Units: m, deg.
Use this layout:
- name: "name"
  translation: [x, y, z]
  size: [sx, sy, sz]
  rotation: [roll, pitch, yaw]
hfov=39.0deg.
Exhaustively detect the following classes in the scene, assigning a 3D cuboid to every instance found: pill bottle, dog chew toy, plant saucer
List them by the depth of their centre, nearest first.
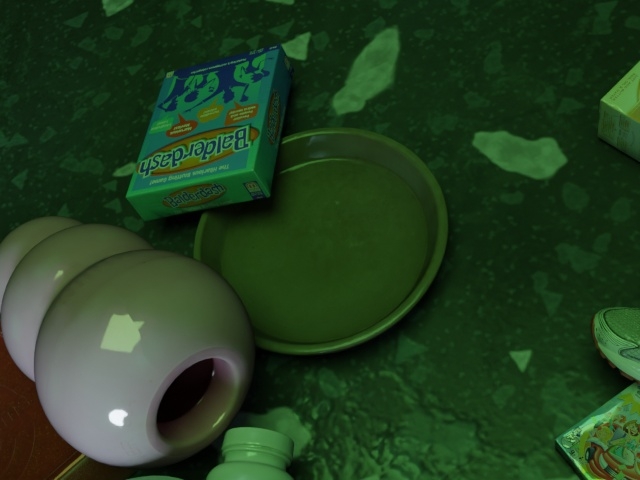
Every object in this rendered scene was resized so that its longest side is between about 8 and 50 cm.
- name: "pill bottle"
  translation: [-0.066, 0.254, 0.809]
  size: [0.087, 0.087, 0.160]
  rotation: [0, 60, 15]
- name: "dog chew toy"
  translation: [-0.216, 0.077, 0.896]
  size: [0.331, 0.207, 0.206]
  rotation: [31, 72, 39]
- name: "plant saucer"
  translation: [-0.351, 0.218, 0.934]
  size: [0.258, 0.048, 0.259]
  rotation: [-42, 58, -11]
- name: "plant saucer"
  translation: [0.000, 0.000, 0.969]
  size: [0.277, 0.041, 0.278]
  rotation: [-7, 59, 12]

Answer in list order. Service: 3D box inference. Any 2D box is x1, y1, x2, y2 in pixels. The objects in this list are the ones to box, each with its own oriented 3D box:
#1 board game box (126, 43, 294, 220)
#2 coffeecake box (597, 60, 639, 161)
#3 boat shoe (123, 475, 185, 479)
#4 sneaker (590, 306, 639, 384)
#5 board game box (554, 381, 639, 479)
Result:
- name: "board game box"
  translation: [-0.122, -0.127, 1.041]
  size: [0.160, 0.047, 0.210]
  rotation: [-10, 48, 20]
- name: "coffeecake box"
  translation: [0.402, -0.123, 0.914]
  size: [0.142, 0.068, 0.185]
  rotation: [-43, 59, -13]
- name: "boat shoe"
  translation: [-0.212, 0.315, 0.793]
  size: [0.306, 0.105, 0.113]
  rotation: [-34, 40, 4]
- name: "sneaker"
  translation: [0.352, 0.077, 0.785]
  size: [0.225, 0.093, 0.088]
  rotation: [3, 37, 15]
- name: "board game box"
  translation: [0.291, 0.205, 0.775]
  size: [0.103, 0.026, 0.154]
  rotation: [-34, 57, -6]
